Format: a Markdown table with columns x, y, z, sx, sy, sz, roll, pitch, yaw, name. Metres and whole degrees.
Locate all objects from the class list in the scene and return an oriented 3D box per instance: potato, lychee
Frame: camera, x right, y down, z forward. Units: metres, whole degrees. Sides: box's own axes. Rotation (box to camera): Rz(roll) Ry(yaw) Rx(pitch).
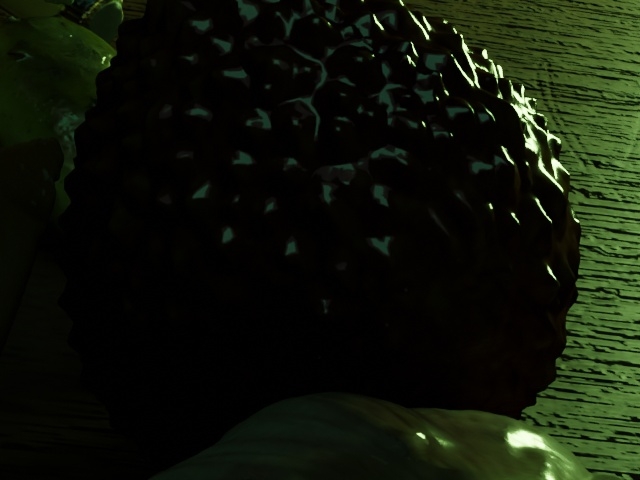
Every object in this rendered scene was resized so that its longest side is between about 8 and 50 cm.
| x | y | z | sx | sy | sz | roll | pitch | yaw | name |
| --- | --- | --- | --- | --- | --- | --- | --- | --- | --- |
| -0.159 | -0.068 | 1.121 | 0.117 | 0.090 | 0.225 | -4 | 41 | -30 | potato |
| 0.000 | 0.000 | 0.887 | 0.276 | 0.304 | 0.275 | -20 | 19 | 7 | lychee |

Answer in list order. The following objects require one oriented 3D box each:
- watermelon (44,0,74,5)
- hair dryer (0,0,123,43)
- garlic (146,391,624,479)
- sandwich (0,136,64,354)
| x | y | z | sx | sy | sz | roll | pitch | yaw | name |
| --- | --- | --- | --- | --- | --- | --- | --- | --- | --- |
| -0.286 | -0.279 | 1.229 | 0.201 | 0.261 | 0.212 | -23 | 45 | 19 | watermelon |
| -0.284 | -0.236 | 1.341 | 0.362 | 0.128 | 0.203 | 33 | 39 | 20 | hair dryer |
| 0.036 | 0.189 | 0.673 | 0.322 | 0.241 | 0.322 | -1 | 13 | 0 | garlic |
| -0.205 | 0.043 | 0.804 | 0.094 | 0.096 | 0.258 | -19 | 43 | 37 | sandwich |
